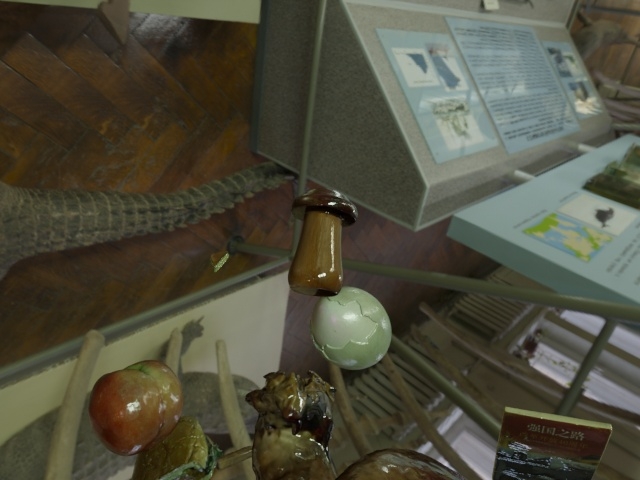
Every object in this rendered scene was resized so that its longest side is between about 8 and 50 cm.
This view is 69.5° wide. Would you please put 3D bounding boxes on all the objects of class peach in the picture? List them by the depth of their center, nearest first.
[{"bbox_3d":[-0.504,0.458,1.269,0.252,0.252,0.252,-32,138,-35],"label":"peach"}]

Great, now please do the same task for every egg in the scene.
[{"bbox_3d":[0.098,0.304,1.637,0.278,0.278,0.336,-52,130,-11],"label":"egg"}]

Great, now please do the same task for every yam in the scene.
[{"bbox_3d":[-0.208,0.721,1.601,0.327,0.045,0.045,-3,79,-38],"label":"yam"}]

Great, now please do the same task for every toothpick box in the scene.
[{"bbox_3d":[0.000,0.000,1.287,0.192,0.192,0.294,36,57,-57],"label":"toothpick box"}]

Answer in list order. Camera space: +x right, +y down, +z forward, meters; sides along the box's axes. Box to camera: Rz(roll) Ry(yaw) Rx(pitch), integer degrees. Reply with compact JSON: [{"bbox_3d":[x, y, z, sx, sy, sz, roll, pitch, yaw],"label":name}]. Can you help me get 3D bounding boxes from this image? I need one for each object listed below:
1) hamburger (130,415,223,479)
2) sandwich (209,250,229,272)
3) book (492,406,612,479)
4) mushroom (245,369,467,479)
[{"bbox_3d":[-0.449,0.651,1.401,0.309,0.211,0.132,-29,127,11],"label":"hamburger"},{"bbox_3d":[-0.308,0.058,1.369,0.083,0.044,0.031,-59,160,-55],"label":"sandwich"},{"bbox_3d":[0.650,0.621,1.334,0.028,0.262,0.374,-63,151,-49],"label":"book"},{"bbox_3d":[0.022,0.329,0.446,0.331,0.356,0.334,73,40,-70],"label":"mushroom"}]
